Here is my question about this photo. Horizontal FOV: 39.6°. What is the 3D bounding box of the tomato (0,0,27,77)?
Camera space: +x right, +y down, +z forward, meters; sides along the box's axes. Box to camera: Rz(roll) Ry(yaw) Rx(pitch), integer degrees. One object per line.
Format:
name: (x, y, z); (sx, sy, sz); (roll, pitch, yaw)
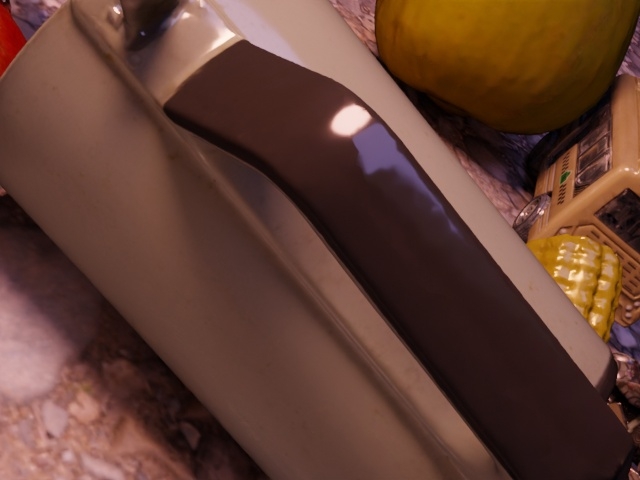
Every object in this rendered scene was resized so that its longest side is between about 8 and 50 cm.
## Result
tomato: (-0.288, -0.139, 0.591); (0.228, 0.101, 0.228); (25, 37, -20)

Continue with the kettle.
kettle: (0.000, 0.000, 0.540); (0.250, 0.361, 0.377); (-40, 86, -15)

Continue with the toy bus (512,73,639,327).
toy bus: (0.380, -0.069, 1.121); (0.177, 0.202, 0.365); (38, 33, -6)

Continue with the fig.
fig: (0.246, -0.309, 1.117); (0.343, 0.343, 0.343); (28, 36, -23)

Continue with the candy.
candy: (0.211, 0.098, 0.820); (0.094, 0.106, 0.199); (35, 63, -39)

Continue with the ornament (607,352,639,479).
ornament: (0.279, 0.151, 0.847); (0.196, 0.166, 0.153); (40, 22, 31)
